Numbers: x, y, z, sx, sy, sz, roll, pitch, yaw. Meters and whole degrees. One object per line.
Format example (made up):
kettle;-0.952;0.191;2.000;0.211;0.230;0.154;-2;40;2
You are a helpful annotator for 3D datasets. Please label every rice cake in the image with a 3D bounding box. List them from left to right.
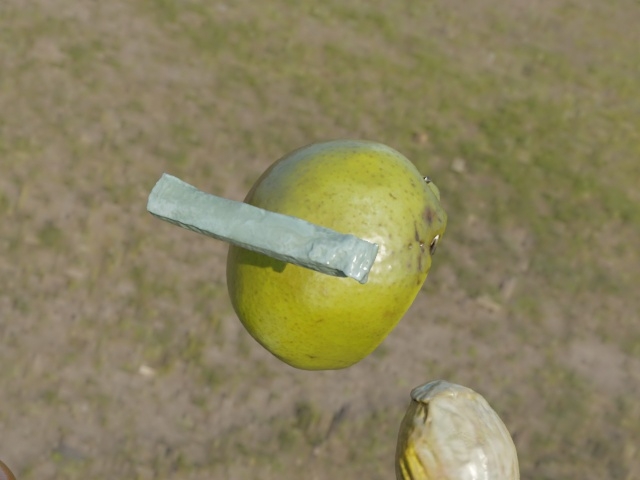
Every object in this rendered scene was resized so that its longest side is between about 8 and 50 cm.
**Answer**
rice cake;-0.029;-0.006;0.836;0.121;0.022;0.021;18;-12;19

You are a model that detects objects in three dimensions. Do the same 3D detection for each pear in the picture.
pear;0.000;0.000;0.971;0.104;0.141;0.141;35;23;-15

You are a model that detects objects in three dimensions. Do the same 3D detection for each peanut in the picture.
peanut;0.102;0.198;1.179;0.087;0.206;0.087;-11;2;0

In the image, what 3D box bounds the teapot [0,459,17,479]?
teapot;-0.255;0.168;1.110;0.116;0.116;0.173;9;-12;-20
